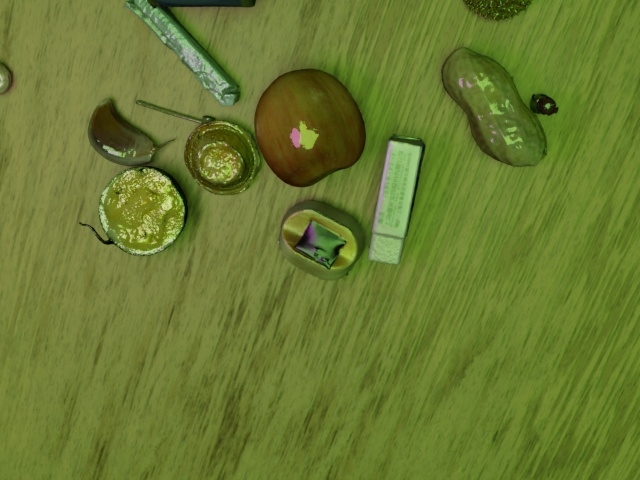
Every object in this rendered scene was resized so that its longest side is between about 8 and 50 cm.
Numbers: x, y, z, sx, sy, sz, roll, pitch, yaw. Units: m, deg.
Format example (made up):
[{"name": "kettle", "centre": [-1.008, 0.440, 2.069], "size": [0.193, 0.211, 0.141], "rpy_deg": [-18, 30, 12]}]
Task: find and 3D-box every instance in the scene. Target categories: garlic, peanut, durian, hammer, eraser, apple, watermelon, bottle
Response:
[{"name": "garlic", "centre": [-0.462, -0.240, 1.788], "size": [0.198, 0.090, 0.128], "rpy_deg": [31, 92, 1]}, {"name": "peanut", "centre": [0.388, -0.296, 1.686], "size": [0.149, 0.149, 0.313], "rpy_deg": [-33, 97, 11]}, {"name": "durian", "centre": [0.414, -0.575, 1.630], "size": [0.146, 0.102, 0.208], "rpy_deg": [35, 100, 1]}, {"name": "hammer", "centre": [-0.352, -0.294, 1.799], "size": [0.195, 0.028, 0.060], "rpy_deg": [18, 111, 3]}, {"name": "eraser", "centre": [0.176, -0.097, 1.753], "size": [0.086, 0.130, 0.287], "rpy_deg": [11, 106, 4]}, {"name": "apple", "centre": [-0.030, -0.254, 1.689], "size": [0.242, 0.242, 0.241], "rpy_deg": [-23, 89, 10]}, {"name": "watermelon", "centre": [-0.422, -0.072, 1.803], "size": [0.204, 0.127, 0.232], "rpy_deg": [39, 102, -6]}, {"name": "bottle", "centre": [0.507, -0.305, 1.688], "size": [0.063, 0.101, 0.047], "rpy_deg": [2, 104, 3]}]

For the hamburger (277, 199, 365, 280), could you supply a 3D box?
[{"name": "hamburger", "centre": [0.000, 0.000, 1.803], "size": [0.210, 0.116, 0.173], "rpy_deg": [25, 97, 2]}]

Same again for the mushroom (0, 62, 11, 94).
[{"name": "mushroom", "centre": [-0.780, -0.385, 1.781], "size": [0.083, 0.067, 0.083], "rpy_deg": [2, 103, 11]}]

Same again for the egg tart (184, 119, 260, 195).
[{"name": "egg tart", "centre": [-0.236, -0.190, 1.777], "size": [0.191, 0.074, 0.191], "rpy_deg": [1, 113, 2]}]

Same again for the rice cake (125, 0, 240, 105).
[{"name": "rice cake", "centre": [-0.310, -0.444, 1.733], "size": [0.063, 0.066, 0.336], "rpy_deg": [-42, 97, 21]}]

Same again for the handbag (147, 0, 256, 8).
[{"name": "handbag", "centre": [-0.261, -0.631, 1.594], "size": [0.241, 0.222, 0.263], "rpy_deg": [-1, 86, 2]}]
